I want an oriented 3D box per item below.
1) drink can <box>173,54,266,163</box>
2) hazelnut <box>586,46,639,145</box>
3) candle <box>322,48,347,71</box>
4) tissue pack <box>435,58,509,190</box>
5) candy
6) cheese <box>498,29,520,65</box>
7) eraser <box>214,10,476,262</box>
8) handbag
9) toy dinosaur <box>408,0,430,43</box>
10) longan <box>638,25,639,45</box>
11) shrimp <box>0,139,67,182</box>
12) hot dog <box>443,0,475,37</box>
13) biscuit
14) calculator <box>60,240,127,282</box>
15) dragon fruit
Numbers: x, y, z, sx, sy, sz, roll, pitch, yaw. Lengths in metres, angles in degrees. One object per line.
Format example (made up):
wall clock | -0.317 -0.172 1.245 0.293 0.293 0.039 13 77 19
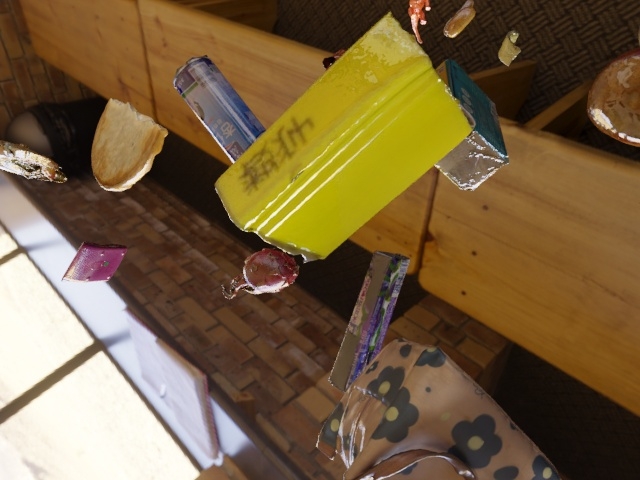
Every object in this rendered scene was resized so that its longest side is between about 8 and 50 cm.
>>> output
drink can | -0.185 -0.244 0.979 0.235 0.097 0.097 51 143 3
hazelnut | 0.669 -0.297 1.054 0.210 0.186 0.210 -18 -90 -88
candle | 0.045 -0.398 1.116 0.048 0.329 0.051 2 114 6
tissue pack | 0.201 -0.171 0.727 0.120 0.169 0.082 36 129 -23
candy | 0.105 0.172 1.052 0.061 0.088 0.312 22 97 37
cheese | 0.481 -0.491 1.265 0.041 0.084 0.060 15 144 -6
eraser | 0.027 -0.081 0.473 0.226 0.158 0.069 -42 62 16
handbag | 0.139 0.272 0.621 0.251 0.193 0.190 48 168 -5
toy dinosaur | 0.288 -0.716 1.462 0.279 0.055 0.101 87 174 -50
longan | 0.957 -0.570 1.275 0.248 0.248 0.248 29 133 36
shrimp | -0.717 -0.194 1.214 0.145 0.267 0.061 -2 75 13
hot dog | 0.476 -0.753 1.681 0.060 0.140 0.090 46 -170 -14
biscuit | -0.465 -0.216 1.168 0.309 0.040 0.204 32 97 42
calculator | -0.627 0.063 1.393 0.034 0.190 0.126 33 95 15
dragon fruit | -0.137 0.073 1.026 0.191 0.094 0.094 -19 99 23
